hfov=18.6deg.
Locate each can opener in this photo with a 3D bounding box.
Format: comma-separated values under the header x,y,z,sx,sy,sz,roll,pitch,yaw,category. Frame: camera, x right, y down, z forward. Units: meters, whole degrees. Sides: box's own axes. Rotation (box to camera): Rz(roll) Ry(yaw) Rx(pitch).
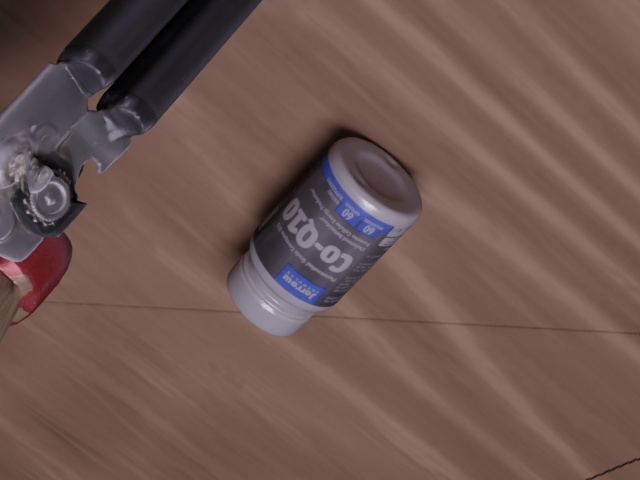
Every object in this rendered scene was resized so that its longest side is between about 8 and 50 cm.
x,y,z,sx,sy,sz,roll,pitch,yaw,category
-0.138,-0.103,1.222,0.095,0.283,0.076,4,139,53,can opener

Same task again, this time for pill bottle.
x,y,z,sx,sy,sz,roll,pitch,yaw,category
0.000,0.000,1.359,0.078,0.078,0.137,33,120,-18,pill bottle

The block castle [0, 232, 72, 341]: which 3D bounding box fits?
x,y,z,sx,sy,sz,roll,pitch,yaw,category
-0.419,-0.024,1.291,0.453,0.213,0.303,35,131,-12,block castle
